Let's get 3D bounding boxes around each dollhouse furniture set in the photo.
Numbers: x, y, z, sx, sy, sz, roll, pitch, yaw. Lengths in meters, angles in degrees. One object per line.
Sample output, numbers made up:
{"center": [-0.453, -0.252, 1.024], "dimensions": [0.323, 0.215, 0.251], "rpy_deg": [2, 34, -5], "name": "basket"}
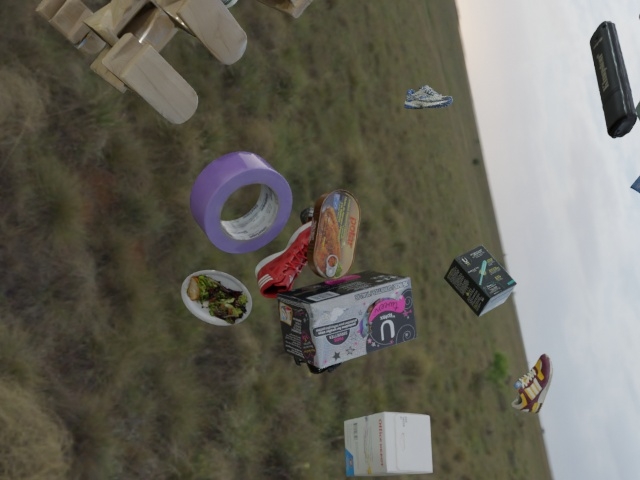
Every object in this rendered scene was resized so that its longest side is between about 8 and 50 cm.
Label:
{"center": [-0.239, -0.419, 1.237], "dimensions": [0.362, 0.394, 0.256], "rpy_deg": [37, -4, 38], "name": "dollhouse furniture set"}

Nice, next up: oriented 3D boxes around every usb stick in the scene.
{"center": [0.596, -0.332, 1.381], "dimensions": [0.077, 0.045, 0.278], "rpy_deg": [97, -2, -60], "name": "usb stick"}

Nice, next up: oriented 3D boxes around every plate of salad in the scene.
{"center": [-0.286, 0.165, 1.843], "dimensions": [0.048, 0.199, 0.200], "rpy_deg": [-76, 151, -54], "name": "plate of salad"}

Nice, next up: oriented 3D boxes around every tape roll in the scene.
{"center": [-0.155, -0.074, 1.333], "dimensions": [0.080, 0.189, 0.189], "rpy_deg": [46, -12, 44], "name": "tape roll"}

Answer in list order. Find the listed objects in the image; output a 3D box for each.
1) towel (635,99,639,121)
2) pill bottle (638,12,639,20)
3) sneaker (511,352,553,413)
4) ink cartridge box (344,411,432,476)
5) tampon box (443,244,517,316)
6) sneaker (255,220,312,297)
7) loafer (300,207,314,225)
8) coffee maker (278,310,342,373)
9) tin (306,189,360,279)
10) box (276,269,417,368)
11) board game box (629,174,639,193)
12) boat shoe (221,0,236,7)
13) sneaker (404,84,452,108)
{"center": [0.917, -0.285, 1.559], "dimensions": [0.320, 0.090, 0.375], "rpy_deg": [103, -33, -58], "name": "towel"}
{"center": [0.548, -0.275, 0.911], "dimensions": [0.208, 0.119, 0.119], "rpy_deg": [48, 14, 6], "name": "pill bottle"}
{"center": [0.595, 0.402, 1.905], "dimensions": [0.069, 0.083, 0.186], "rpy_deg": [-78, 177, -74], "name": "sneaker"}
{"center": [0.202, 0.622, 2.048], "dimensions": [0.168, 0.232, 0.171], "rpy_deg": [10, 67, -27], "name": "ink cartridge box"}
{"center": [0.469, 0.118, 1.994], "dimensions": [0.161, 0.120, 0.101], "rpy_deg": [52, -32, 26], "name": "tampon box"}
{"center": [-0.048, 0.054, 1.504], "dimensions": [0.087, 0.221, 0.128], "rpy_deg": [40, 17, -28], "name": "sneaker"}
{"center": [0.000, 0.000, 1.699], "dimensions": [0.170, 0.062, 0.061], "rpy_deg": [57, 6, -13], "name": "loafer"}
{"center": [-0.012, 0.221, 1.641], "dimensions": [0.178, 0.120, 0.171], "rpy_deg": [61, -27, -2], "name": "coffee maker"}
{"center": [0.028, -0.012, 1.422], "dimensions": [0.106, 0.040, 0.190], "rpy_deg": [12, 86, -31], "name": "tin"}
{"center": [0.058, 0.163, 1.440], "dimensions": [0.163, 0.247, 0.142], "rpy_deg": [7, -72, 60], "name": "box"}
{"center": [0.797, -0.116, 1.425], "dimensions": [0.211, 0.160, 0.039], "rpy_deg": [40, 34, 19], "name": "board game box"}
{"center": [-0.301, -0.670, 1.547], "dimensions": [0.305, 0.109, 0.091], "rpy_deg": [55, 28, 3], "name": "boat shoe"}
{"center": [0.268, -0.361, 1.695], "dimensions": [0.052, 0.135, 0.058], "rpy_deg": [-9, 102, -50], "name": "sneaker"}
